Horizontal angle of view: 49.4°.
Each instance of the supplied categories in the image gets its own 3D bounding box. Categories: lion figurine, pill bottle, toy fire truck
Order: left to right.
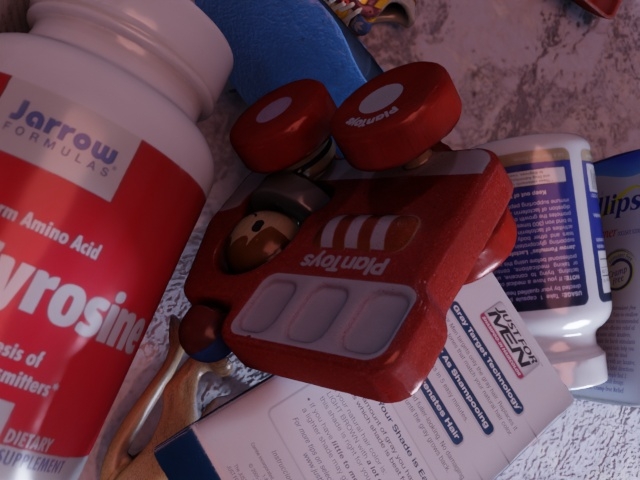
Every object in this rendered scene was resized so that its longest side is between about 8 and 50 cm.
[{"bbox_3d":[-0.229,-0.012,0.569,0.229,0.229,0.407,26,76,-15],"label":"pill bottle"},{"bbox_3d":[-0.091,0.285,0.651,0.240,0.142,0.392,-42,84,-11],"label":"lion figurine"},{"bbox_3d":[0.000,0.000,0.578,0.254,0.302,0.169,-53,127,-30],"label":"toy fire truck"},{"bbox_3d":[0.235,0.026,0.770,0.153,0.153,0.264,-4,85,-20],"label":"pill bottle"}]

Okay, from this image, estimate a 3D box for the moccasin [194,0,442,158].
[{"bbox_3d":[0.002,-0.153,0.730,0.138,0.117,0.342,-37,112,15],"label":"moccasin"}]

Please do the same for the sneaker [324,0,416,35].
[{"bbox_3d":[0.024,-0.271,0.774,0.186,0.069,0.083,-11,82,-20],"label":"sneaker"}]

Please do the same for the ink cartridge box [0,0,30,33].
[{"bbox_3d":[-0.311,-0.205,0.599,0.092,0.158,0.218,40,72,-10],"label":"ink cartridge box"}]

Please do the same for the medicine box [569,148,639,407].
[{"bbox_3d":[0.444,0.061,0.842,0.264,0.149,0.289,10,80,-18],"label":"medicine box"}]

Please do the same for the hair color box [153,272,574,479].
[{"bbox_3d":[0.054,0.160,0.609,0.347,0.105,0.173,-25,80,-37],"label":"hair color box"}]

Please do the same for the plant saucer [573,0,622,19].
[{"bbox_3d":[0.318,-0.451,0.912,0.259,0.048,0.258,32,75,-13],"label":"plant saucer"}]
